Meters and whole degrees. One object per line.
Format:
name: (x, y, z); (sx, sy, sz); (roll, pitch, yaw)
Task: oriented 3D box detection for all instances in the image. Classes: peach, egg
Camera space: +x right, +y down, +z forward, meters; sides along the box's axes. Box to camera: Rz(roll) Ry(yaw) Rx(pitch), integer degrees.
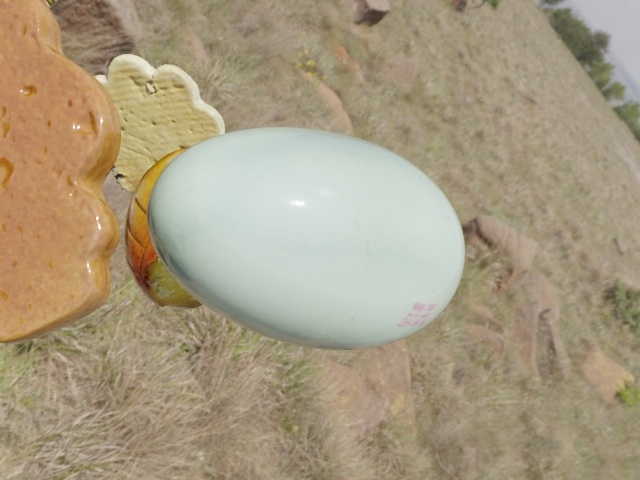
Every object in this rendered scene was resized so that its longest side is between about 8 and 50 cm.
peach: (-0.206, -0.017, 0.911); (0.248, 0.275, 0.245); (28, 13, -25)
egg: (0.000, 0.000, 0.570); (0.371, 0.230, 0.230); (11, 50, -37)

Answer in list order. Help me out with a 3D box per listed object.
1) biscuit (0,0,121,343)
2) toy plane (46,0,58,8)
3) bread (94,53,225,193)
biscuit: (-0.259, -0.086, 0.395); (0.334, 0.202, 0.047); (63, -4, 5)
toy plane: (-0.519, -0.528, 1.050); (0.092, 0.108, 0.286); (69, 10, -49)
bread: (-0.338, -0.219, 1.082); (0.316, 0.316, 0.054); (43, 31, -15)
